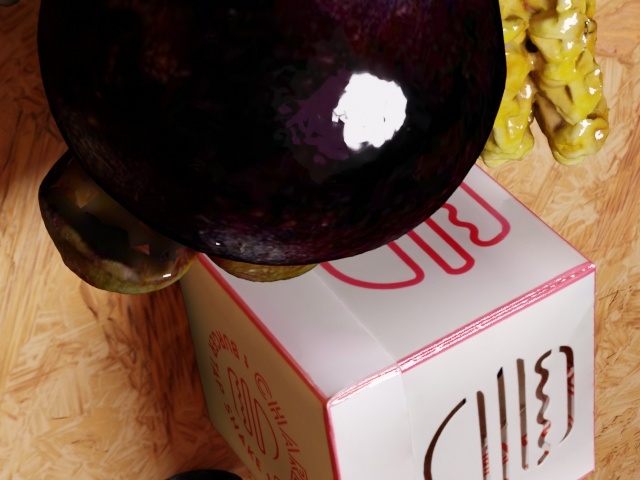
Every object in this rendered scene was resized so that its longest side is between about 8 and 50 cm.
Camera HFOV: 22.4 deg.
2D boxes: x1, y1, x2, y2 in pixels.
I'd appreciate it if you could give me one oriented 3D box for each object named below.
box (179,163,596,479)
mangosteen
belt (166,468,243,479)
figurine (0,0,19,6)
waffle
[{"bbox_3d":[0.066,0.111,1.594,0.300,0.312,0.314,-26,135,-19],"label":"box"},{"bbox_3d":[-0.060,-0.138,1.293,0.382,0.382,0.435,-2,155,-43],"label":"mangosteen"},{"bbox_3d":[-0.128,0.330,1.789,0.190,0.082,0.141,12,106,-49],"label":"belt"},{"bbox_3d":[-0.243,-0.226,1.249,0.094,0.082,0.086,17,91,-60],"label":"figurine"},{"bbox_3d":[0.176,-0.227,1.511,0.151,0.261,0.324,-19,133,2],"label":"waffle"}]
